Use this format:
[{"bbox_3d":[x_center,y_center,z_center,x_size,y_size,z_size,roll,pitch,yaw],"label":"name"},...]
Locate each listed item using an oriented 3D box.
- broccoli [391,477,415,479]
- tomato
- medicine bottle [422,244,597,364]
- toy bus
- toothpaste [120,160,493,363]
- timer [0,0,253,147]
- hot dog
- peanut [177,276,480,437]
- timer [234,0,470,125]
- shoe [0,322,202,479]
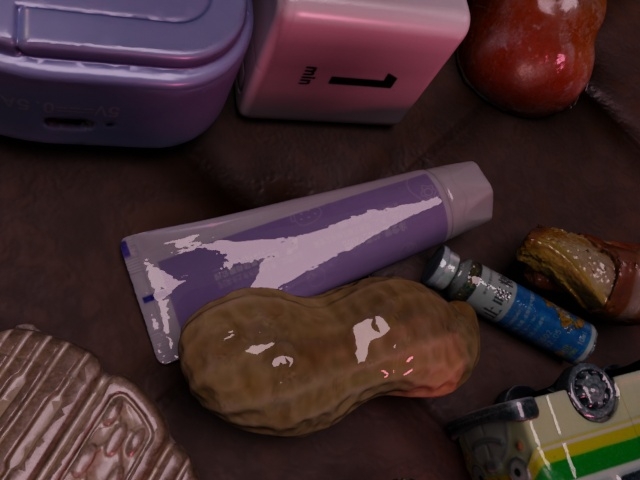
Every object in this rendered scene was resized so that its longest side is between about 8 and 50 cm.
[{"bbox_3d":[0.065,0.326,0.465,0.321,0.283,0.304,39,69,21],"label":"broccoli"},{"bbox_3d":[0.277,-0.277,0.882,0.180,0.155,0.214,9,66,-12],"label":"tomato"},{"bbox_3d":[0.201,0.069,0.755,0.191,0.051,0.051,27,61,-7],"label":"medicine bottle"},{"bbox_3d":[0.280,0.199,0.677,0.275,0.134,0.165,-8,70,-23],"label":"toy bus"},{"bbox_3d":[0.000,0.000,0.703,0.371,0.080,0.125,-18,79,-20],"label":"toothpaste"},{"bbox_3d":[-0.262,-0.273,0.669,0.394,0.173,0.395,7,66,-17],"label":"timer"},{"bbox_3d":[0.325,0.048,0.777,0.261,0.123,0.093,10,100,-9],"label":"hot dog"},{"bbox_3d":[0.021,0.102,0.637,0.298,0.136,0.120,-5,29,-25],"label":"peanut"},{"bbox_3d":[0.016,-0.250,0.747,0.194,0.194,0.193,-1,68,-19],"label":"timer"},{"bbox_3d":[-0.229,0.142,0.482,0.351,0.198,0.172,40,62,4],"label":"shoe"}]
